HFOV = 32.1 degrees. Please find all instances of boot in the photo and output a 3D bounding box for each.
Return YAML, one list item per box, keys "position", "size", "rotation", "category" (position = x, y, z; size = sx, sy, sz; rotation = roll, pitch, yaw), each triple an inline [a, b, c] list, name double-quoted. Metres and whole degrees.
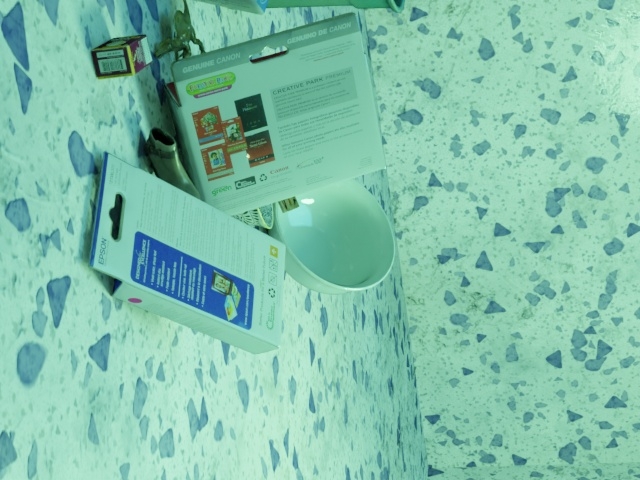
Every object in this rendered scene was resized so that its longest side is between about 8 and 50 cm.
- position: [-0.219, -0.111, 1.643]
  size: [0.042, 0.118, 0.087]
  rotation: [-34, 148, -32]
  category: "boot"

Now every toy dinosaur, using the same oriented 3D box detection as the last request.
- position: [-0.219, -0.336, 1.802]
  size: [0.183, 0.053, 0.093]
  rotation: [-80, 160, -46]
  category: "toy dinosaur"

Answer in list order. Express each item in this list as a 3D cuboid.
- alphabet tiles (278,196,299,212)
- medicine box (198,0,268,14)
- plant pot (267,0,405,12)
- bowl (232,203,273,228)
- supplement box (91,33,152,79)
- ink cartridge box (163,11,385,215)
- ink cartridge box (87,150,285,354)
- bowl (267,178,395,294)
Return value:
- position: [-0.104, -0.168, 2.178]
  size: [0.237, 0.009, 0.198]
  rotation: [67, 14, -1]
  category: "alphabet tiles"
- position: [-0.154, -0.545, 1.771]
  size: [0.289, 0.149, 0.264]
  rotation: [40, 67, -73]
  category: "medicine box"
- position: [-0.030, -0.577, 2.078]
  size: [0.341, 0.334, 0.341]
  rotation: [-5, 90, -77]
  category: "plant pot"
- position: [-0.144, -0.095, 1.961]
  size: [0.170, 0.080, 0.170]
  rotation: [-13, 90, -81]
  category: "bowl"
- position: [-0.273, -0.254, 1.535]
  size: [0.083, 0.054, 0.043]
  rotation: [-65, 148, -66]
  category: "supplement box"
- position: [-0.076, -0.212, 1.765]
  size: [0.130, 0.309, 0.272]
  rotation: [-127, -157, -59]
  category: "ink cartridge box"
- position: [-0.193, 0.027, 1.593]
  size: [0.371, 0.069, 0.176]
  rotation: [30, 53, -44]
  category: "ink cartridge box"
- position: [0.000, 0.000, 2.322]
  size: [0.134, 0.297, 0.298]
  rotation: [-44, -149, 45]
  category: "bowl"
